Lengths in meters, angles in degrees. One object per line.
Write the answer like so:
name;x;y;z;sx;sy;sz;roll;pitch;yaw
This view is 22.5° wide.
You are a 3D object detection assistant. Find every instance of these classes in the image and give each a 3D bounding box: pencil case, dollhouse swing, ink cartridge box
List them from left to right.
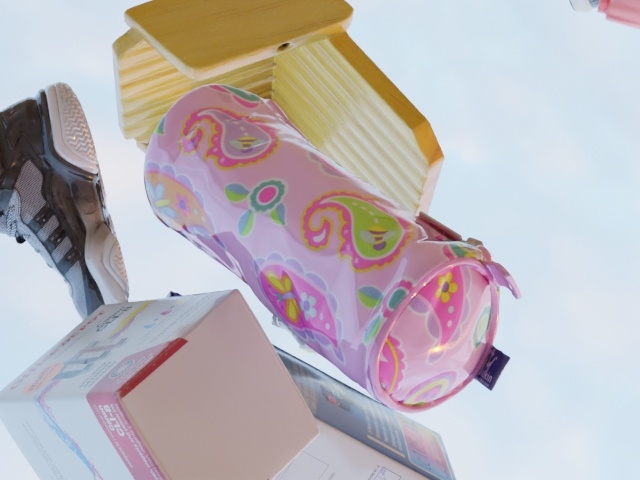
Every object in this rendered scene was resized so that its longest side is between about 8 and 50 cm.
ink cartridge box;-0.120;0.124;1.144;0.128;0.176;0.127;-42;-70;-36
ink cartridge box;-0.098;0.238;1.599;0.395;0.270;0.151;30;-168;-17
dollhouse swing;-0.059;-0.125;2.043;0.315;0.347;0.305;-21;-110;-13
pencil case;0.000;0.000;1.069;0.124;0.124;0.284;-3;-151;-43

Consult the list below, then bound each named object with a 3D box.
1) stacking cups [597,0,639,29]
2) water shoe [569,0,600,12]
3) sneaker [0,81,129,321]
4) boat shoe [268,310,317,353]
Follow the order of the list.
stacking cups;0.327;-0.125;0.963;0.316;0.096;0.096;16;-148;6
water shoe;0.309;-0.321;1.847;0.203;0.080;0.073;18;-126;-72
sneaker;-0.275;-0.008;1.549;0.153;0.268;0.101;-14;-171;-7
boat shoe;0.066;0.099;2.050;0.324;0.116;0.097;11;-141;-48
